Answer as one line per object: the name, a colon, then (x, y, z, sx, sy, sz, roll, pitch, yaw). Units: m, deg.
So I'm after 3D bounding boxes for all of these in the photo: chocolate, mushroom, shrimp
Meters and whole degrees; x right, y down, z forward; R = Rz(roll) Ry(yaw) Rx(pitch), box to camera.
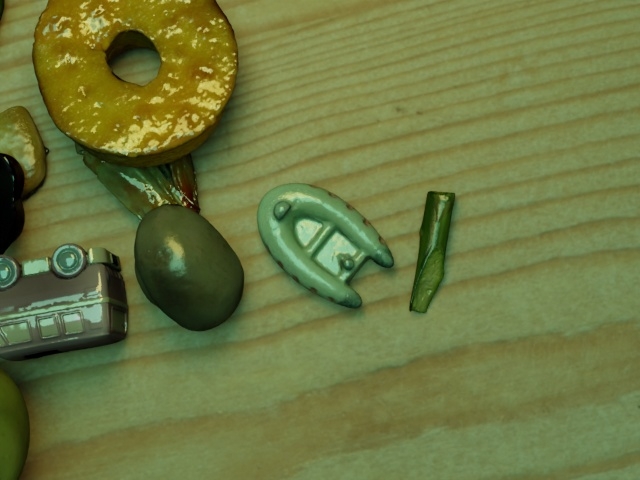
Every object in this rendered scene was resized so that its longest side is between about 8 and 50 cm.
chocolate: (-0.469, -0.050, 1.447, 0.125, 0.080, 0.149, -2, 95, 11)
mushroom: (-0.190, 0.046, 1.415, 0.141, 0.117, 0.188, -30, 104, 18)
shrimp: (-0.240, -0.103, 1.490, 0.154, 0.062, 0.294, -36, 82, -7)

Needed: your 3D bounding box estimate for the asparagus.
asparagus: (0.158, 0.016, 1.467, 0.045, 0.041, 0.179, 9, 85, 12)

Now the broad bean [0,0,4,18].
broad bean: (-0.504, -0.311, 1.502, 0.055, 0.098, 0.318, 13, 73, -4)

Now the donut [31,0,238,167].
donut: (-0.258, -0.239, 1.455, 0.302, 0.110, 0.303, 1, 70, -2)

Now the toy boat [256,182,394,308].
toy boat: (0.000, 0.000, 1.460, 0.207, 0.079, 0.134, 41, 90, 4)

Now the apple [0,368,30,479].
apple: (-0.520, 0.272, 1.363, 0.279, 0.279, 0.279, 0, 84, 3)

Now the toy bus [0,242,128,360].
toy bus: (-0.379, 0.088, 1.434, 0.202, 0.142, 0.142, -10, 83, 1)

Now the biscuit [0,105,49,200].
biscuit: (-0.550, -0.109, 1.512, 0.299, 0.045, 0.154, -6, 85, 2)
